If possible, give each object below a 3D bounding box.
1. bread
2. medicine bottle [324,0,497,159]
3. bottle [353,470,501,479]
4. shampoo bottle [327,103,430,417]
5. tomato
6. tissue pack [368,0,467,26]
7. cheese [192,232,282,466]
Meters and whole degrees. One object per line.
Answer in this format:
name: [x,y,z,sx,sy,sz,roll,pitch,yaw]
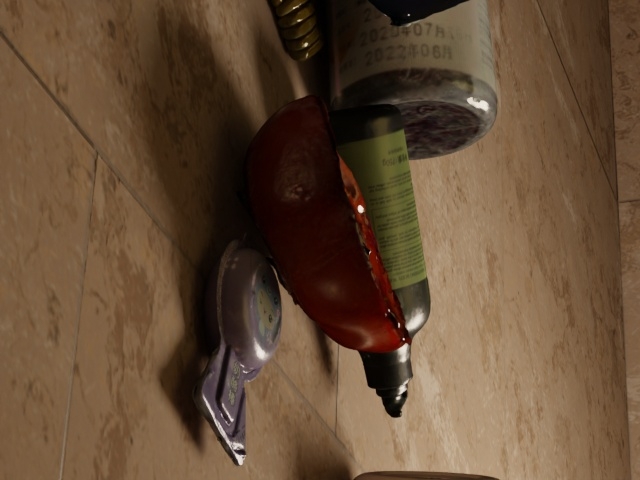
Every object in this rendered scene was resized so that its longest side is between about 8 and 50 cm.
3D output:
bread: [-0.020,-0.205,1.746,0.049,0.033,0.088,-65,144,-50]
medicine bottle: [0.084,-0.230,1.870,0.165,0.165,0.273,48,34,-61]
bottle: [0.097,0.332,1.720,0.147,0.147,0.237,12,79,-72]
shampoo bottle: [0.046,0.020,1.745,0.101,0.101,0.284,-33,115,-71]
tomato: [-0.004,0.000,1.571,0.228,0.101,0.228,-23,90,-89]
tissue pack: [0.065,-0.411,1.599,0.416,0.264,0.253,43,38,-45]
cheese: [-0.064,0.076,1.470,0.105,0.042,0.191,63,28,-43]
